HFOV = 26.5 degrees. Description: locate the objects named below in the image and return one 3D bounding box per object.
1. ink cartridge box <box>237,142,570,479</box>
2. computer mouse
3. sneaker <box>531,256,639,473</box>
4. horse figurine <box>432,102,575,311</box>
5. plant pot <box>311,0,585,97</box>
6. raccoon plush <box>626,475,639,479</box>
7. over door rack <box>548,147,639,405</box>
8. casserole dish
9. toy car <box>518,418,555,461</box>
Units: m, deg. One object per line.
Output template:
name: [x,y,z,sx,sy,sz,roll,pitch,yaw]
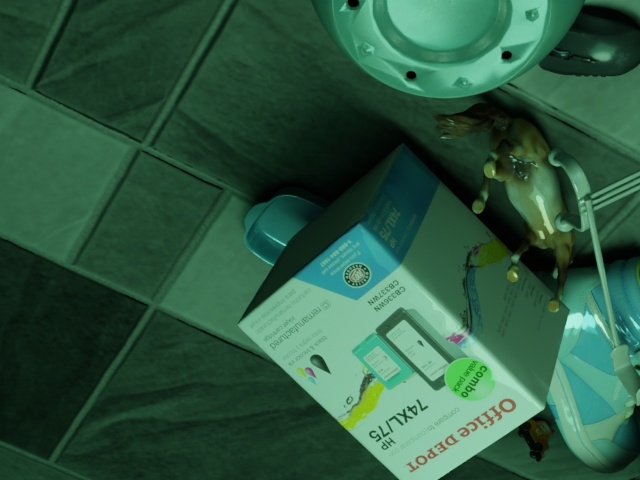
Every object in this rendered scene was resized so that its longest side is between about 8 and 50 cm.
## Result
ink cartridge box: [0.095,0.083,1.454,0.270,0.197,0.198,44,122,-9]
computer mouse: [0.208,-0.196,1.373,0.242,0.041,0.071,1,132,10]
sneaker: [0.370,0.149,1.599,0.208,0.127,0.319,-16,128,24]
horse figurine: [0.215,-0.048,1.444,0.066,0.174,0.263,-17,113,32]
plant pot: [0.114,-0.264,1.197,0.293,0.235,0.293,5,132,5]
raccoon plush: [0.420,0.257,1.587,0.446,0.299,0.216,21,147,-1]
over door rack: [0.378,-0.011,1.408,0.239,0.108,0.324,-25,125,-1]
casserole dish: [0.000,0.000,1.588,0.188,0.037,0.114,29,130,-15]
toy car: [0.280,0.228,1.734,0.040,0.060,0.122,-22,140,-13]
